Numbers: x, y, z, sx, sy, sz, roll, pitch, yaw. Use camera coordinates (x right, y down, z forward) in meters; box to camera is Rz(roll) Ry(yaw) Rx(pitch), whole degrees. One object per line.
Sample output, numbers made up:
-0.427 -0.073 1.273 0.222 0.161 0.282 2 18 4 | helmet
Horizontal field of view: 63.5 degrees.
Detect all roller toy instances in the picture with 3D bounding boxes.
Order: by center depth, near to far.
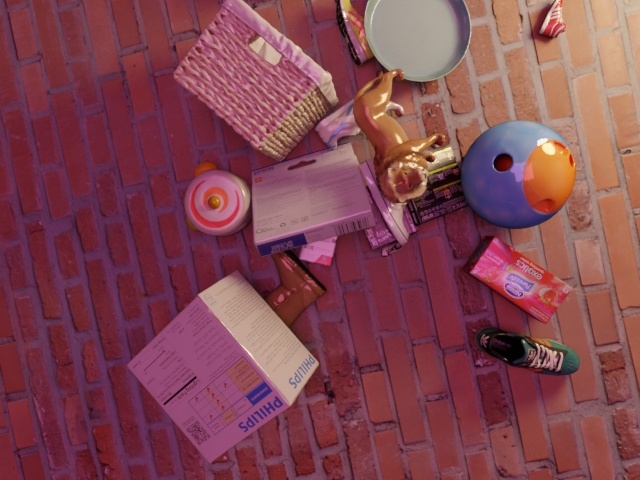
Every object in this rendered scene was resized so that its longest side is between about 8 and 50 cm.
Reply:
-0.294 -0.111 1.518 0.191 0.146 0.209 18 92 4 | roller toy

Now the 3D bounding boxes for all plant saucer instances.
0.275 -0.609 1.484 0.317 0.044 0.318 0 90 -8 | plant saucer

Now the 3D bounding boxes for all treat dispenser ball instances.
0.523 -0.174 1.381 0.288 0.288 0.288 0 91 5 | treat dispenser ball

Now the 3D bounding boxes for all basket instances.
-0.161 -0.418 1.411 0.328 0.331 0.266 41 96 3 | basket

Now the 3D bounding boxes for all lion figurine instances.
0.180 -0.283 1.376 0.240 0.142 0.392 -25 72 -27 | lion figurine

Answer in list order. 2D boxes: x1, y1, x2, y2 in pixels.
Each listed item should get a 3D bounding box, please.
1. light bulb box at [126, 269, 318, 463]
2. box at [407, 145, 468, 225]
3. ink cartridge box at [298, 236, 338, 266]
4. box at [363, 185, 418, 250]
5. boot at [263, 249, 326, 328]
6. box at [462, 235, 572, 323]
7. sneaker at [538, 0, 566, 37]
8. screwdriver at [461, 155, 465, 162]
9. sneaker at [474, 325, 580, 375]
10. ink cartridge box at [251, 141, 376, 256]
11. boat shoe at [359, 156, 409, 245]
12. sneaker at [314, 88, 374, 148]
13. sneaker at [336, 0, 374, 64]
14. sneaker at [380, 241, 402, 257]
-0.268 0.346 1.437 0.358 0.225 0.361 -42 88 25 | light bulb box
0.323 -0.157 1.482 0.190 0.045 0.184 -21 87 -20 | box
0.000 0.000 1.541 0.099 0.056 0.135 14 93 4 | ink cartridge box
0.183 -0.080 1.514 0.147 0.077 0.180 -24 89 4 | box
-0.150 0.167 1.543 0.269 0.089 0.236 -43 86 6 | boot
0.551 0.107 1.466 0.257 0.122 0.128 35 95 3 | box
0.681 -0.639 1.479 0.067 0.042 0.118 26 101 8 | sneaker
0.451 -0.168 1.523 0.025 0.024 0.170 -16 97 34 | screwdriver
0.595 0.325 1.468 0.302 0.121 0.108 14 93 4 | sneaker
-0.033 -0.124 1.467 0.324 0.330 0.071 -15 132 5 | ink cartridge box
0.195 -0.114 1.425 0.084 0.095 0.258 -26 90 9 | boat shoe
0.097 -0.362 1.517 0.228 0.087 0.092 -35 98 8 | sneaker
0.112 -0.625 1.515 0.094 0.081 0.208 -22 95 -3 | sneaker
0.213 0.022 1.535 0.083 0.037 0.032 -34 90 6 | sneaker
